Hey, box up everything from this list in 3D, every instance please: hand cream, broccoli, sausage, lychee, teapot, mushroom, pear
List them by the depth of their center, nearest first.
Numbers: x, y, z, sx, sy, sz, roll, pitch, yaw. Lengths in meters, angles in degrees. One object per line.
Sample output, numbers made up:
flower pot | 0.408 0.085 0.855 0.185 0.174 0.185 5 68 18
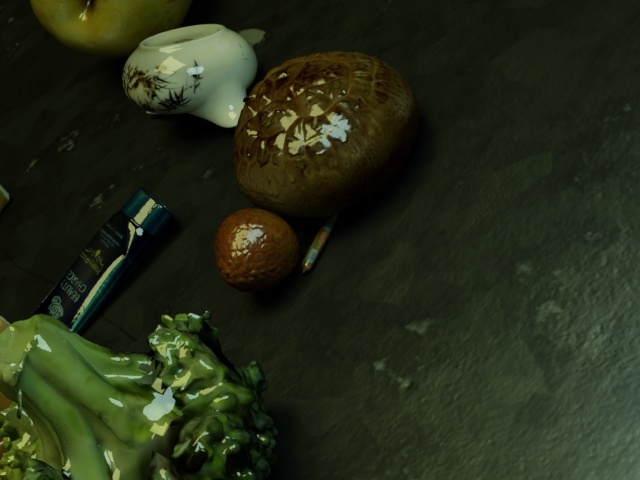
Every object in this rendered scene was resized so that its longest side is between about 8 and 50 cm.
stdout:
broccoli | -0.211 0.187 1.132 0.293 0.281 0.348 -47 32 -13
lychee | -0.082 0.004 1.365 0.114 0.101 0.140 -26 43 35
sausage | 0.000 0.000 1.371 0.015 0.015 0.100 0 51 42
mushroom | 0.001 -0.136 1.403 0.253 0.153 0.253 -19 43 18
hand cream | -0.318 0.047 1.588 0.270 0.061 0.120 -51 41 -2
teapot | -0.209 -0.256 1.743 0.208 0.166 0.300 -37 21 -26
pear | -0.373 -0.474 1.982 0.314 0.314 0.314 -25 38 21

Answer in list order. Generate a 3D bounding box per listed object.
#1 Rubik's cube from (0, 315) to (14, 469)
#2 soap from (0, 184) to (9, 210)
Rubik's cube | -0.515 0.221 1.370 0.290 0.291 0.291 5 54 45
soap | -0.691 -0.118 1.906 0.173 0.274 0.089 -14 45 32
